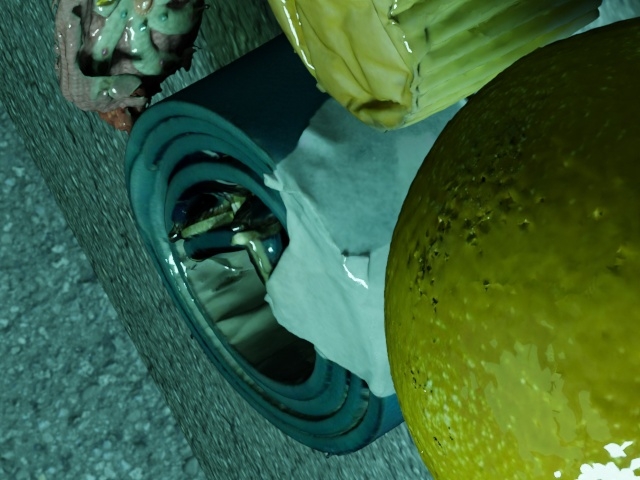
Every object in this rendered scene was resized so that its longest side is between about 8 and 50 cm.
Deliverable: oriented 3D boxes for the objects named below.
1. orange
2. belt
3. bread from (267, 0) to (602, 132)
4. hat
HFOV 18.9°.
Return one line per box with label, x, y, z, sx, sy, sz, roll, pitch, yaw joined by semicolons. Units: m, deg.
orange;0.156;0.031;0.838;0.274;0.274;0.274;54;163;26
belt;0.000;0.000;1.447;0.300;0.173;0.436;60;165;-4
bread;0.034;-0.213;1.001;0.288;0.156;0.204;61;163;-12
hat;-0.134;-0.182;1.445;0.107;0.237;0.286;27;143;10
